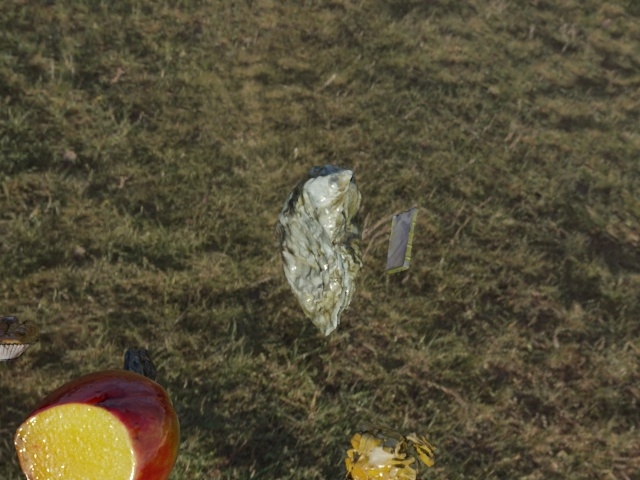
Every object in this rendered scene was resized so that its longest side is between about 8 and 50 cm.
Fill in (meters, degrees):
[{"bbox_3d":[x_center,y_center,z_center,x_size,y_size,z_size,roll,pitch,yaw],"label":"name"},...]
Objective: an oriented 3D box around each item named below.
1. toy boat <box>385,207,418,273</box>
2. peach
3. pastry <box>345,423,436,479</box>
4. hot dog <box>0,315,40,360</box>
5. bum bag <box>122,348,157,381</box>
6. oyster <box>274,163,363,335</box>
[{"bbox_3d":[0.145,0.000,1.284,0.016,0.063,0.115,21,68,-26],"label":"toy boat"},{"bbox_3d":[-0.288,0.261,0.937,0.192,0.190,0.190,-8,53,-42],"label":"peach"},{"bbox_3d":[0.116,0.414,1.215,0.154,0.249,0.102,4,27,3],"label":"pastry"},{"bbox_3d":[-0.722,0.224,1.659,0.131,0.253,0.069,5,93,-15],"label":"hot dog"},{"bbox_3d":[-0.411,0.350,1.569,0.069,0.102,0.247,-7,55,10],"label":"bum bag"},{"bbox_3d":[0.000,0.000,0.605,0.064,0.177,0.125,-8,35,-19],"label":"oyster"}]
